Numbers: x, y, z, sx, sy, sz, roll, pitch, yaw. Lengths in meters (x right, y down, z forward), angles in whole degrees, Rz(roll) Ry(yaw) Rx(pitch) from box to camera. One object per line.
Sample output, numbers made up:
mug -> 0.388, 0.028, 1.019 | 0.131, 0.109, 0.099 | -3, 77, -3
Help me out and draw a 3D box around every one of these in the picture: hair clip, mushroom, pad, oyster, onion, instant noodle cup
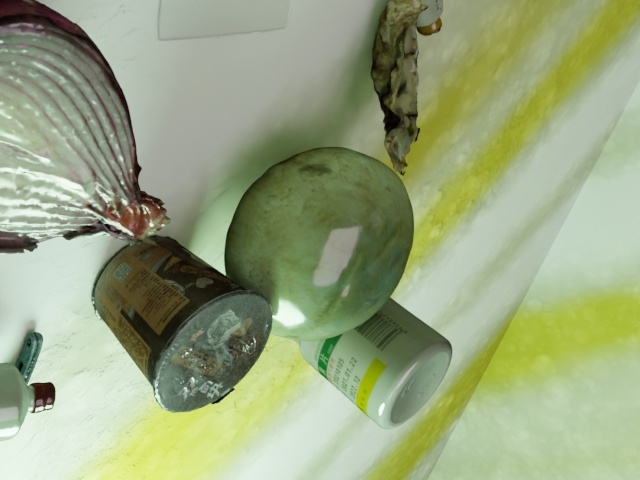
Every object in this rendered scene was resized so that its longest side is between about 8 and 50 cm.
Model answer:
hair clip -> -0.480, 0.250, 0.984 | 0.275, 0.048, 0.083 | -56, 146, -5
mushroom -> 0.000, 0.000, 1.158 | 0.352, 0.260, 0.352 | -24, 133, -29
pad -> -0.117, -0.349, 0.908 | 0.232, 0.004, 0.157 | -22, 137, -40
oyster -> 0.126, -0.261, 1.156 | 0.166, 0.094, 0.295 | 56, 41, -74
onion -> -0.319, -0.110, 0.730 | 0.267, 0.159, 0.349 | -41, 147, 2
instant noodle cup -> -0.217, 0.115, 1.031 | 0.217, 0.207, 0.217 | -34, 144, -30

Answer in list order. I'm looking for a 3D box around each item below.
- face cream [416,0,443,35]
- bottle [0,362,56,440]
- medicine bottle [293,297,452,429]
face cream -> 0.177, -0.434, 1.163 | 0.072, 0.051, 0.182 | -48, 149, -15
bottle -> -0.466, 0.214, 0.873 | 0.245, 0.104, 0.104 | 5, 117, -45
medicine bottle -> 0.069, 0.188, 1.344 | 0.208, 0.339, 0.208 | -33, 143, -30
